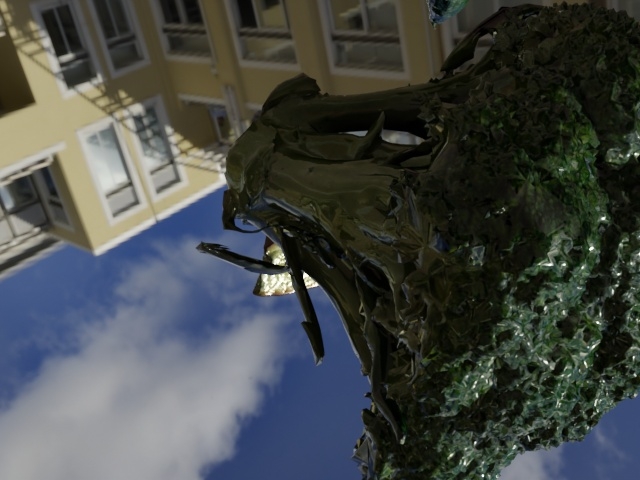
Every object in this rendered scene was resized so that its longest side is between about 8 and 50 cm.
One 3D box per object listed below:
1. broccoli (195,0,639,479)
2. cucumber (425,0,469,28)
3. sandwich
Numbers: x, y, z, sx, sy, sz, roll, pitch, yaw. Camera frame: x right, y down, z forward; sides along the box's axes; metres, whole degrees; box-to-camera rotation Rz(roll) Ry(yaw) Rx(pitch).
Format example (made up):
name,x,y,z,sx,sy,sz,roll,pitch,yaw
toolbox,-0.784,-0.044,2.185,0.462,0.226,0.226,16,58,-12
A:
name,x,y,z,sx,sy,sz,roll,pitch,yaw
broccoli,0.074,0.007,0.478,0.284,0.321,0.304,22,-153,17
cucumber,0.101,-0.198,0.585,0.037,0.037,0.155,-17,176,-10
sandwich,0.000,0.000,0.965,0.245,0.090,0.088,-10,-152,-39
